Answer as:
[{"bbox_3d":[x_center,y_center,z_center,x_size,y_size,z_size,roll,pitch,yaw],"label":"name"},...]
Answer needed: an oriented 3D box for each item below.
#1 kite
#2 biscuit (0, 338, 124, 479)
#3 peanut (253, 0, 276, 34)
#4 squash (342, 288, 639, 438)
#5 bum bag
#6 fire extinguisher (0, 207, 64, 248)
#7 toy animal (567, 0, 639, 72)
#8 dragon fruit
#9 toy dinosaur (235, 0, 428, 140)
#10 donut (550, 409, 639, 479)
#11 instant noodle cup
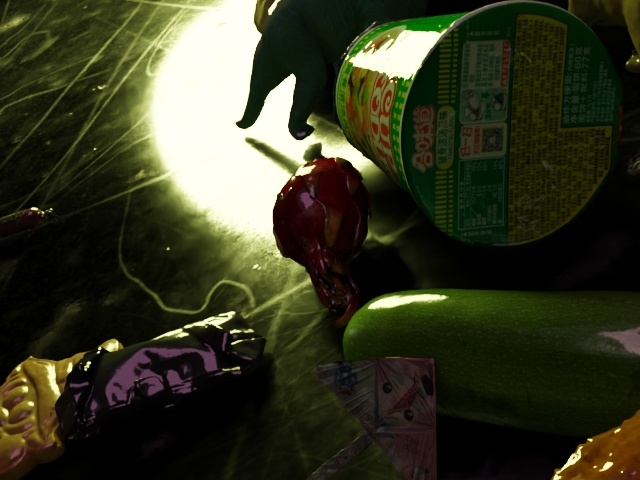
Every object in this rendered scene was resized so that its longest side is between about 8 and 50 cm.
[{"bbox_3d":[0.035,0.138,0.806,0.137,0.005,0.152,47,116,27],"label":"kite"},{"bbox_3d":[-0.285,0.169,1.064,0.250,0.035,0.162,-38,28,-13],"label":"biscuit"},{"bbox_3d":[0.047,-0.330,1.426,0.291,0.159,0.143,-32,5,-6],"label":"peanut"},{"bbox_3d":[0.163,0.080,0.768,0.378,0.101,0.101,4,43,40],"label":"squash"},{"bbox_3d":[-0.143,0.110,1.012,0.197,0.049,0.087,-19,36,3],"label":"bum bag"},{"bbox_3d":[-0.361,-0.016,1.398,0.100,0.032,0.046,-13,22,35],"label":"fire extinguisher"},{"bbox_3d":[0.290,-0.241,1.146,0.103,0.101,0.218,-39,32,-15],"label":"toy animal"},{"bbox_3d":[0.000,0.000,1.036,0.094,0.094,0.190,-17,44,18],"label":"dragon fruit"},{"bbox_3d":[0.001,-0.273,1.200,0.383,0.331,0.129,-4,35,32],"label":"toy dinosaur"},{"bbox_3d":[0.237,0.186,0.539,0.302,0.110,0.303,-20,29,12],"label":"donut"},{"bbox_3d":[0.120,-0.115,1.029,0.207,0.207,0.232,-34,22,-10],"label":"instant noodle cup"}]
